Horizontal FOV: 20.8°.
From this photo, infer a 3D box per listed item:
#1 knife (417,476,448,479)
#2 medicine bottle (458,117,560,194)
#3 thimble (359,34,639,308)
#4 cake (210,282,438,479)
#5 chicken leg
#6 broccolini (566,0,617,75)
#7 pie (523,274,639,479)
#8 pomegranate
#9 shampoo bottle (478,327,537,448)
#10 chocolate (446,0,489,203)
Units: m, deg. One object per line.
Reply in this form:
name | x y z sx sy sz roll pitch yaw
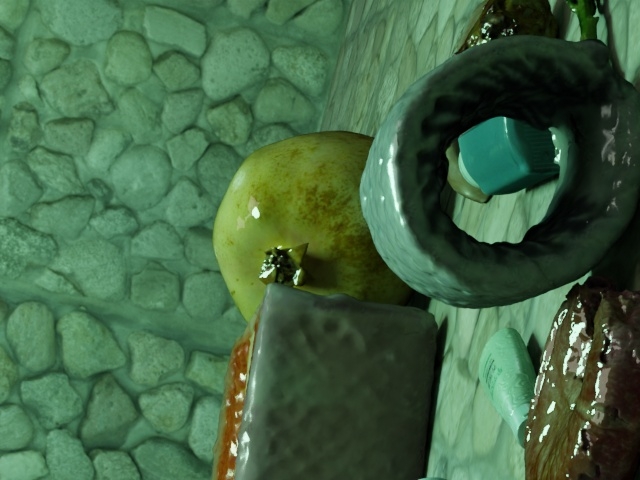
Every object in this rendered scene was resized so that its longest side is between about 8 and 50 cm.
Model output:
knife | 0.079 0.337 1.748 0.331 0.080 0.044 103 155 -51
medicine bottle | 0.199 -0.113 1.790 0.258 0.079 0.124 138 124 -79
thimble | 0.156 -0.059 1.500 0.245 0.217 0.157 -43 1 -13
cake | -0.003 0.235 2.085 0.237 0.230 0.308 116 166 -63
chicken leg | 0.169 -0.169 1.917 0.251 0.087 0.107 -53 8 18
broccolini | 0.271 -0.213 1.707 0.058 0.071 0.254 -29 35 16
pie | 0.214 0.124 1.391 0.219 0.054 0.204 141 143 -77
pomegranate | 0.000 0.000 2.268 0.319 0.319 0.319 -166 90 -82
shampoo bottle | 0.183 0.143 1.622 0.190 0.041 0.069 -103 33 -72
chocolate | 0.181 -0.174 2.044 0.161 0.083 0.261 113 168 -56
